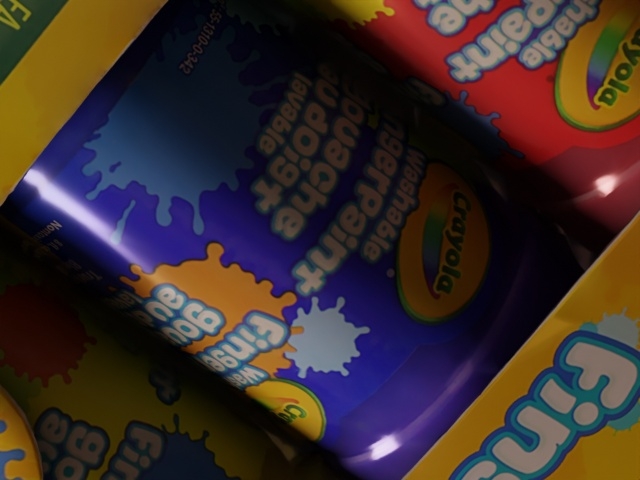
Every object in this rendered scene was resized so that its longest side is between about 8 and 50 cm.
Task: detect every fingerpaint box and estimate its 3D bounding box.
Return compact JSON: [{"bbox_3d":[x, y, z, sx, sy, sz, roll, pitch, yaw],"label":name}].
[{"bbox_3d":[0.000,0.000,0.777,0.371,0.163,0.445,38,102,-18],"label":"fingerpaint box"}]
